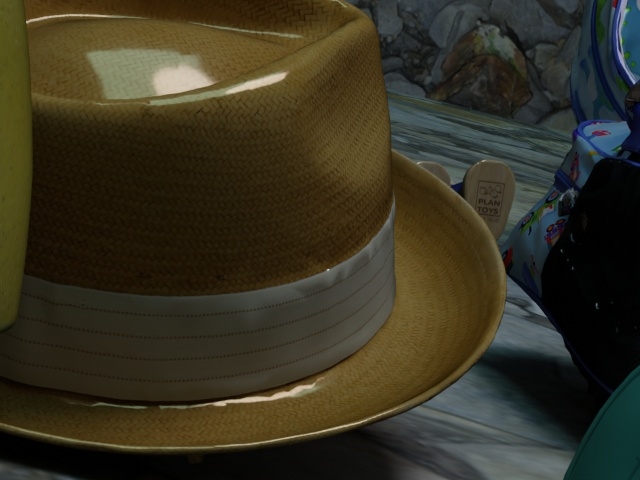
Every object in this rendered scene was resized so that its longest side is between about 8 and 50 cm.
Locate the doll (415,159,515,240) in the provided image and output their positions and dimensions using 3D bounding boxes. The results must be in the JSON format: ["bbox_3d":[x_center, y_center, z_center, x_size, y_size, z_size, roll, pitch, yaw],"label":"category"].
[{"bbox_3d":[0.018,-0.028,0.942,0.129,0.046,0.189,-2,9,-32],"label":"doll"}]

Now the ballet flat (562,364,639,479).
[{"bbox_3d":[0.098,0.073,0.240,0.087,0.083,0.247,29,7,-9],"label":"ballet flat"}]

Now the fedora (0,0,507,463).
[{"bbox_3d":[-0.041,-0.022,0.472,0.194,0.079,0.194,8,28,-4],"label":"fedora"}]

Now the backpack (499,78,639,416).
[{"bbox_3d":[0.147,0.004,0.633,0.158,0.116,0.173,12,13,-16],"label":"backpack"}]

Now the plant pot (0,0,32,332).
[{"bbox_3d":[-0.104,-0.014,0.335,0.134,0.095,0.134,-25,1,1],"label":"plant pot"}]

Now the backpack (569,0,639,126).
[{"bbox_3d":[0.316,-0.079,1.008,0.356,0.290,0.273,4,-23,40],"label":"backpack"}]
